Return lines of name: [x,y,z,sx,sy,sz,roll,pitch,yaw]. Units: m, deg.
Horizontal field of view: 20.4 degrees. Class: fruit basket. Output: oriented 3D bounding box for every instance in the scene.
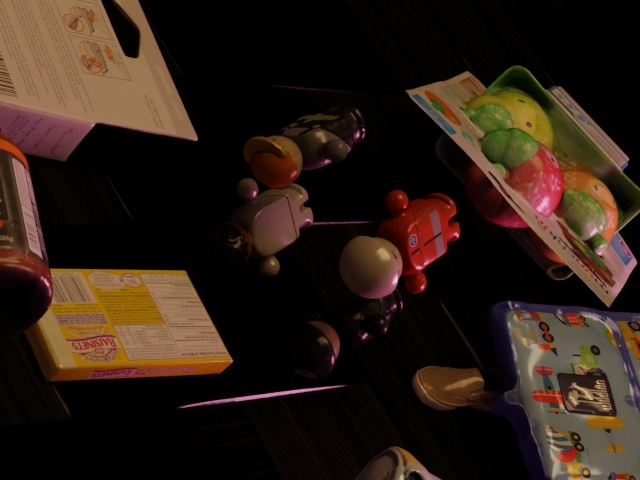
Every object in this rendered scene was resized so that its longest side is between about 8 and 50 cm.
fruit basket: [0.255,-0.078,2.081,0.327,0.165,0.353,47,12,5]

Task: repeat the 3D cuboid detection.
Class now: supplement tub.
supplement tub: [-0.286,-0.020,1.468,0.106,0.106,0.198,17,39,-38]

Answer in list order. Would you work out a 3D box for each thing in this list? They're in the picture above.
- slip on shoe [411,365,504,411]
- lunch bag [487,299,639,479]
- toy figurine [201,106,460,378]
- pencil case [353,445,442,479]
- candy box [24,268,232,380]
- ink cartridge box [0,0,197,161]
slip on shoe: [0.150,0.150,1.843,0.135,0.041,0.051,14,42,-41]
lunch bag: [0.290,0.185,1.872,0.293,0.138,0.221,12,53,-35]
toy figurine: [0.000,0.000,1.689,0.209,0.213,0.148,47,47,10]
pencil case: [0.137,0.294,1.575,0.273,0.124,0.113,36,31,-15]
candy box: [-0.175,0.072,1.563,0.206,0.027,0.105,3,53,-48]
ink cartridge box: [-0.281,-0.207,1.737,0.261,0.066,0.296,10,45,-44]
